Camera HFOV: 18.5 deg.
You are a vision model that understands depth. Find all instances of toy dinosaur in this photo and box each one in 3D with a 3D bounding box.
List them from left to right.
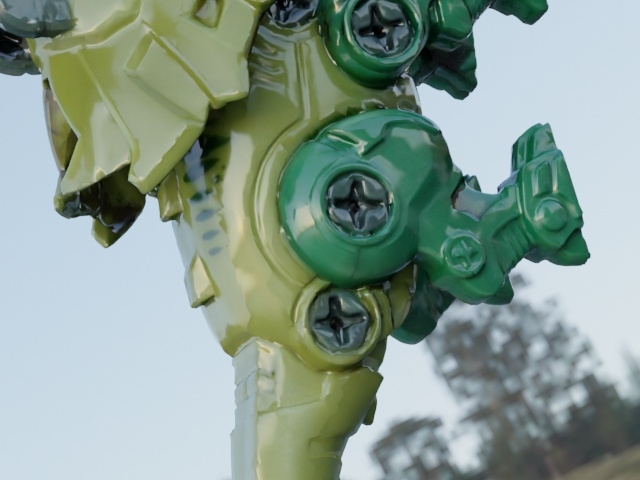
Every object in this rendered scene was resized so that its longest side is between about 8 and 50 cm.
[{"bbox_3d":[0.000,0.000,0.532,0.153,0.259,0.094,-13,-12,-19],"label":"toy dinosaur"}]
